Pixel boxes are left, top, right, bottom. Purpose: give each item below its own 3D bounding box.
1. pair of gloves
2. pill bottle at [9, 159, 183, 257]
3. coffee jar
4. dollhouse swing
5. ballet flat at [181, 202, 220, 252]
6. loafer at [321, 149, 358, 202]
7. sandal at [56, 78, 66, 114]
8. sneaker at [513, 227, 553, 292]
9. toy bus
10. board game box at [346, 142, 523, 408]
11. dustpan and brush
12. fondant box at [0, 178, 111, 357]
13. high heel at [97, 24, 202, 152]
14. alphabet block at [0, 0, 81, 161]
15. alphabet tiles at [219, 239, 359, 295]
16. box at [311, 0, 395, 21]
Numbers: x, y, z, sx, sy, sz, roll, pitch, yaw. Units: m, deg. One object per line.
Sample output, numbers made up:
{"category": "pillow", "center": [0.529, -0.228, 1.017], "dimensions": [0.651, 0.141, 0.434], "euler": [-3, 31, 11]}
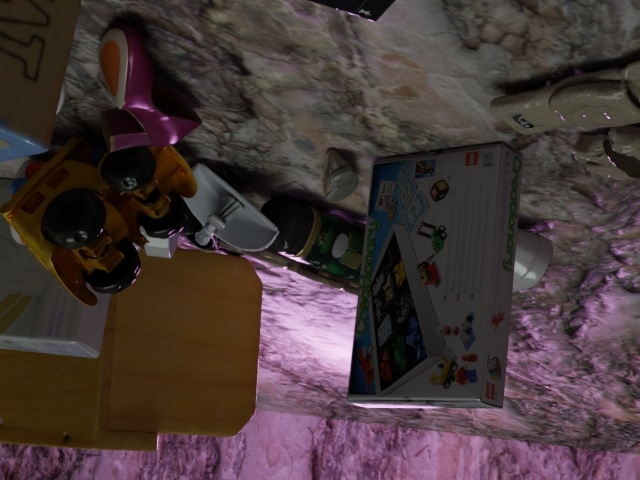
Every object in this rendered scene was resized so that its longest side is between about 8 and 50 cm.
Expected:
{"category": "pair of gloves", "center": [0.324, -0.120, 1.393], "dimensions": [0.240, 0.042, 0.204], "euler": [24, 161, -37]}
{"category": "pill bottle", "center": [-0.308, -0.040, 1.843], "dimensions": [0.221, 0.121, 0.121], "euler": [8, 164, 2]}
{"category": "coffee jar", "center": [0.000, 0.000, 1.877], "dimensions": [0.184, 0.079, 0.096], "euler": [22, 179, -37]}
{"category": "dollhouse swing", "center": [-0.310, 0.161, 2.157], "dimensions": [0.315, 0.347, 0.305], "euler": [-3, 171, 34]}
{"category": "ballet flat", "center": [-0.188, -0.010, 2.008], "dimensions": [0.057, 0.049, 0.173], "euler": [7, 164, 9]}
{"category": "loafer", "center": [0.022, -0.083, 1.693], "dimensions": [0.045, 0.039, 0.125], "euler": [-24, 168, -7]}
{"category": "sandal", "center": [-0.463, -0.171, 1.530], "dimensions": [0.416, 0.102, 0.169], "euler": [-13, 139, 30]}
{"category": "sneaker", "center": [0.210, 0.036, 1.900], "dimensions": [0.123, 0.106, 0.290], "euler": [23, 153, -13]}
{"category": "toy bus", "center": [-0.302, -0.059, 1.722], "dimensions": [0.211, 0.220, 0.149], "euler": [34, 164, 34]}
{"category": "board game box", "center": [0.134, 0.045, 1.576], "dimensions": [0.193, 0.305, 0.053], "euler": [-5, 162, 39]}
{"category": "dustpan and brush", "center": [-0.142, -0.027, 1.846], "dimensions": [0.147, 0.060, 0.211], "euler": [41, 169, -4]}
{"category": "fondant box", "center": [-0.471, 0.035, 1.969], "dimensions": [0.330, 0.238, 0.096], "euler": [4, 163, 15]}
{"category": "high heel", "center": [-0.178, -0.170, 1.463], "dimensions": [0.117, 0.082, 0.244], "euler": [-16, 156, -16]}
{"category": "alphabet block", "center": [-0.356, -0.191, 1.226], "dimensions": [0.192, 0.197, 0.193], "euler": [-6, 158, 43]}
{"category": "alphabet tiles", "center": [-0.010, 0.046, 2.027], "dimensions": [0.284, 0.021, 0.278], "euler": [21, 180, -34]}
{"category": "box", "center": [0.009, -0.269, 0.942], "dimensions": [0.184, 0.103, 0.261], "euler": [17, 162, -15]}
